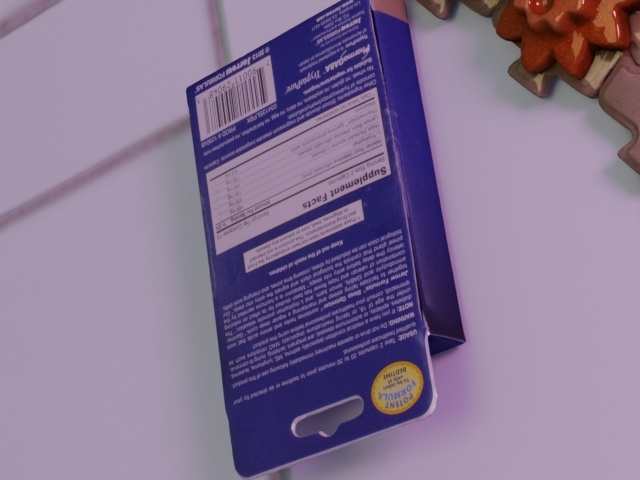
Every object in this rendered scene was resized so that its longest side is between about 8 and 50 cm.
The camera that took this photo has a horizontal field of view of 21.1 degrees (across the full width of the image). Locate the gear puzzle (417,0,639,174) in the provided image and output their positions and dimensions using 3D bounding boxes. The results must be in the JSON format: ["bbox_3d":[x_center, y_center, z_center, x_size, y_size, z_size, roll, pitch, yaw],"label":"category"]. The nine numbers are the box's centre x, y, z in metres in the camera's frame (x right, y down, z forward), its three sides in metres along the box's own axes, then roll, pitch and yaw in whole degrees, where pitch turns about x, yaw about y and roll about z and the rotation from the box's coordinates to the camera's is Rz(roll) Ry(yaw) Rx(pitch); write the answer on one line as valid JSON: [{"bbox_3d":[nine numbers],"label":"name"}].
[{"bbox_3d":[0.158,-0.122,0.755,0.339,0.044,0.175,45,109,39],"label":"gear puzzle"}]

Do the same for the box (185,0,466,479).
[{"bbox_3d":[0.000,0.000,0.872,0.136,0.036,0.225,-24,63,36],"label":"box"}]
